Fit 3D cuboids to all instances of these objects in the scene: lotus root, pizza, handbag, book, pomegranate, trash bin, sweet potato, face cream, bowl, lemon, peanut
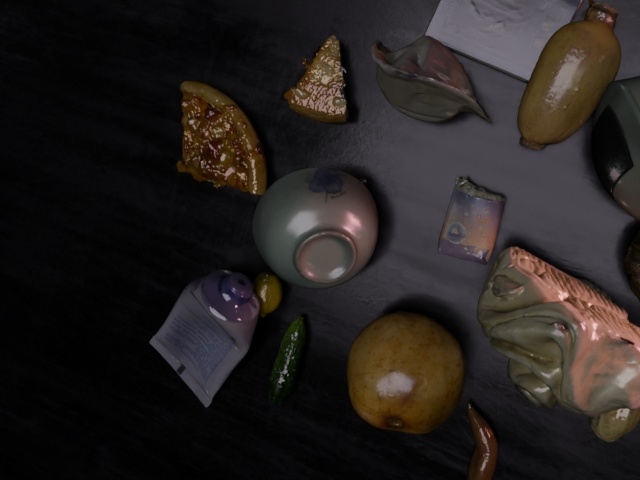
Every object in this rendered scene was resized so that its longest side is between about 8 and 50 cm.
[{"bbox_3d":[0.486,-0.314,1.257,0.146,0.131,0.303,19,108,-19],"label":"lotus root"},{"bbox_3d":[-0.258,-0.225,1.549,0.226,0.086,0.336,-35,87,18],"label":"pizza"},{"bbox_3d":[0.323,-0.043,1.373,0.117,0.095,0.173,14,104,13],"label":"handbag"},{"bbox_3d":[0.374,-0.462,1.338,0.269,0.025,0.191,28,105,13],"label":"book"},{"bbox_3d":[0.185,0.282,1.383,0.260,0.260,0.261,2,97,18],"label":"pomegranate"},{"bbox_3d":[0.708,-0.198,1.133,0.431,0.280,0.281,-17,91,16],"label":"trash bin"},{"bbox_3d":[0.364,0.507,1.444,0.067,0.059,0.282,7,97,53],"label":"sweet potato"},{"bbox_3d":[-0.278,0.225,1.562,0.235,0.137,0.420,45,129,9],"label":"face cream"},{"bbox_3d":[0.000,0.000,1.387,0.289,0.146,0.289,-4,120,-7],"label":"bowl"},{"bbox_3d":[-0.132,0.130,1.551,0.082,0.082,0.111,11,99,17],"label":"lemon"},{"bbox_3d":[0.621,0.316,1.318,0.098,0.090,0.214,17,101,3],"label":"peanut"},{"bbox_3d":[0.010,-0.366,1.451,0.154,0.069,0.194,16,95,16],"label":"pizza"}]

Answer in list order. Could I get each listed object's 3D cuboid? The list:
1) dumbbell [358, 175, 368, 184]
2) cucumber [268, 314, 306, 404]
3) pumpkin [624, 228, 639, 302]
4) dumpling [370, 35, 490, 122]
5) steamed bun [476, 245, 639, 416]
[{"bbox_3d":[-0.007,-0.083,1.476,0.254,0.110,0.110,-25,88,14],"label":"dumbbell"},{"bbox_3d":[-0.079,0.290,1.563,0.069,0.069,0.228,18,99,15],"label":"cucumber"},{"bbox_3d":[0.700,0.050,1.224,0.223,0.157,0.224,4,98,30],"label":"pumpkin"},{"bbox_3d":[0.223,-0.328,1.301,0.243,0.227,0.175,1,99,11],"label":"dumpling"},{"bbox_3d":[0.456,0.208,1.232,0.394,0.346,0.238,40,114,29],"label":"steamed bun"}]
